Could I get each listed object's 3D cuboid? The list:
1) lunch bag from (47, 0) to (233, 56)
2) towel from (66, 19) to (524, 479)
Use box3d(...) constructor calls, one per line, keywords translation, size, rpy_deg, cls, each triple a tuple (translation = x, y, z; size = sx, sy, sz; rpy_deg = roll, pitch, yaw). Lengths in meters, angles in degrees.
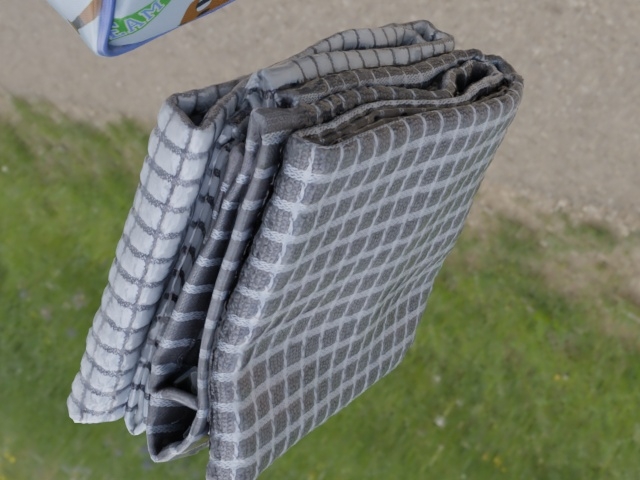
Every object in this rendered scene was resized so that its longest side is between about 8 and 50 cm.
box3d(translation=(-0.008, -0.225, 0.505), size=(0.115, 0.303, 0.243), rpy_deg=(43, 154, 12), cls="lunch bag")
box3d(translation=(0.000, 0.000, 0.759), size=(0.121, 0.284, 0.235), rpy_deg=(34, 121, 19), cls="towel")
